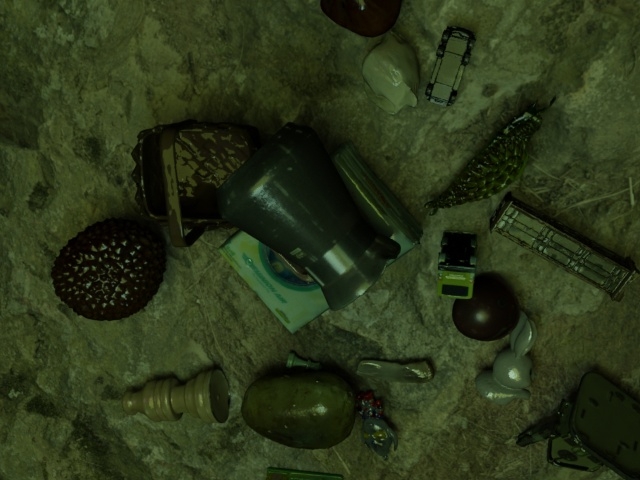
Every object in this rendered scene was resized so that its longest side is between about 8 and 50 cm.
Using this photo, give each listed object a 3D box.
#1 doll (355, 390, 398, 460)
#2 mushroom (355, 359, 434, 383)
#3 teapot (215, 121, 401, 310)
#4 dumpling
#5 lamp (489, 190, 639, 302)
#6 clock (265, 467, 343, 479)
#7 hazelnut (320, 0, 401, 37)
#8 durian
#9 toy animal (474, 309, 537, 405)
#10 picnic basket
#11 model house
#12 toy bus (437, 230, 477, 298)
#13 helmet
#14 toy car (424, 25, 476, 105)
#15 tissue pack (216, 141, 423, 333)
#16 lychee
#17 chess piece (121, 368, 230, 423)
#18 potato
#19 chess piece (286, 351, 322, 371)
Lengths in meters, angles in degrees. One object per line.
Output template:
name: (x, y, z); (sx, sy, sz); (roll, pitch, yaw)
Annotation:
doll: (0.144, 0.486, 1.857); (0.104, 0.062, 0.194); (-16, 98, 17)
mushroom: (0.188, 0.328, 1.799); (0.202, 0.054, 0.059); (-2, 103, 19)
teapot: (-0.035, -0.038, 1.458); (0.344, 0.253, 0.300); (48, 147, -7)
dumpling: (0.145, -0.357, 1.529); (0.136, 0.118, 0.199); (-32, 72, 36)
lamp: (0.536, 0.012, 1.579); (0.325, 0.090, 0.089); (29, 113, 1)
clock: (-0.066, 0.733, 1.889); (0.220, 0.255, 0.106); (2, 110, 12)
hazelnut: (0.080, -0.513, 1.449); (0.178, 0.178, 0.204); (-24, 88, 20)
durian: (0.379, -0.164, 1.534); (0.375, 0.132, 0.106); (-43, 83, 28)
toy animal: (0.472, 0.280, 1.681); (0.131, 0.104, 0.220); (28, 114, 4)
picnic basket: (-0.275, -0.142, 1.590); (0.291, 0.321, 0.254); (1, 106, 8)
model house: (0.618, 0.478, 1.706); (0.218, 0.205, 0.278); (36, 143, 0)
toy bus: (0.307, 0.051, 1.604); (0.088, 0.175, 0.101); (4, 117, 12)
helmet: (0.359, 0.169, 1.644); (0.175, 0.106, 0.155); (-36, 76, 43)
toy car: (0.276, -0.371, 1.515); (0.071, 0.062, 0.165); (18, 112, 7)
tissue pack: (0.000, 0.000, 1.661); (0.388, 0.162, 0.287); (-38, 97, 23)
lychee: (-0.512, 0.062, 1.751); (0.268, 0.267, 0.267); (4, 110, 12)
chess piece: (-0.409, 0.431, 1.947); (0.307, 0.124, 0.138); (-7, 138, 19)
potato: (-0.053, 0.429, 1.819); (0.308, 0.173, 0.210); (2, 131, 14)
chess piece: (-0.040, 0.320, 1.854); (0.093, 0.042, 0.042); (13, 112, 1)
